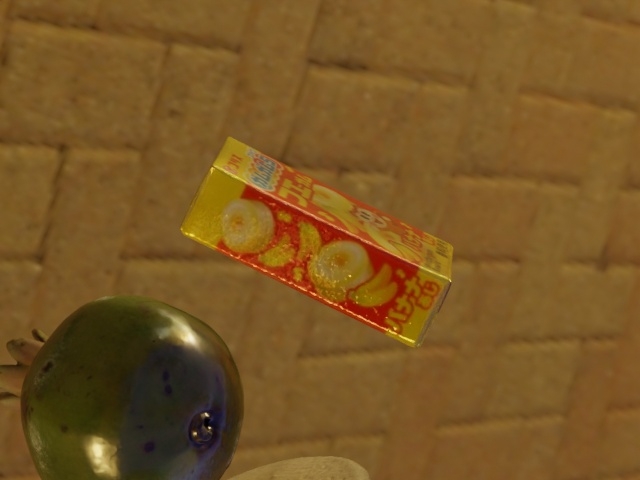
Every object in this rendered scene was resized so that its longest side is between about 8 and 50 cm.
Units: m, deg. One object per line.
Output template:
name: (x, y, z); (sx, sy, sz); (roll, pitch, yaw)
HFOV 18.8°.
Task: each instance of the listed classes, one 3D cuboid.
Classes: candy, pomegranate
candy: (0.000, 0.000, 2.015); (0.088, 0.276, 0.146); (-64, -178, 17)
pomegranate: (-0.172, 0.128, 1.559); (0.187, 0.225, 0.187); (-22, 120, -44)

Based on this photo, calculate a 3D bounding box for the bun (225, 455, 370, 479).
bun: (-0.046, 0.366, 2.167); (0.263, 0.263, 0.175); (-33, 107, -45)
